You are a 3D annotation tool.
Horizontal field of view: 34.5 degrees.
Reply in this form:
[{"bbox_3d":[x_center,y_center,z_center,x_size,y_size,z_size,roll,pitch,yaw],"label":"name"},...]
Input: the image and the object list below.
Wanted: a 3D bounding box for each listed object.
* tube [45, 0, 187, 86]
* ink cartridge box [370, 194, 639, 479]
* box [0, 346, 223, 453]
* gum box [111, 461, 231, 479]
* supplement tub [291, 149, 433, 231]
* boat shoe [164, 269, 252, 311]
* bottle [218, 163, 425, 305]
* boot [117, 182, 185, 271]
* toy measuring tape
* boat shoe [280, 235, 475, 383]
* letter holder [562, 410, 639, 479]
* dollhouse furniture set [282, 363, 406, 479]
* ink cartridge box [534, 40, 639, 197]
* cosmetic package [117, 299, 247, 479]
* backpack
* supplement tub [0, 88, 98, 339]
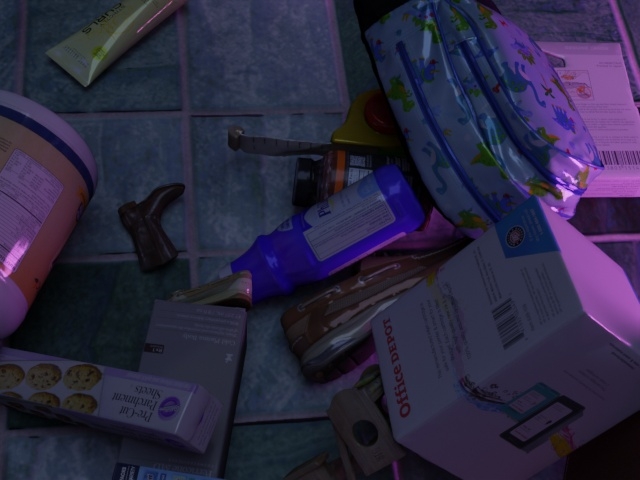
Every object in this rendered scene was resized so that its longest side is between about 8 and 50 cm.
[{"bbox_3d":[-0.310,-0.336,1.622,0.240,0.062,0.070,-43,32,-21],"label":"tube"},{"bbox_3d":[0.230,0.131,1.222,0.197,0.270,0.198,34,29,-32],"label":"ink cartridge box"},{"bbox_3d":[-0.265,0.184,1.216,0.324,0.063,0.067,6,62,33],"label":"box"},{"bbox_3d":[-0.144,0.313,1.189,0.184,0.157,0.041,9,58,-1],"label":"gum box"},{"bbox_3d":[0.060,-0.074,1.478,0.198,0.106,0.106,7,59,-2],"label":"supplement tub"},{"bbox_3d":[-0.154,0.078,1.357,0.153,0.056,0.048,-18,53,32],"label":"boat shoe"},{"bbox_3d":[0.000,0.000,1.381,0.283,0.118,0.092,-29,103,8],"label":"bottle"},{"bbox_3d":[-0.219,-0.017,1.449,0.106,0.037,0.114,-27,62,-6],"label":"boot"},{"bbox_3d":[0.031,-0.172,1.530,0.330,0.121,0.121,4,59,-4],"label":"toy measuring tape"},{"bbox_3d":[0.090,0.064,1.392,0.324,0.123,0.116,-28,64,-23],"label":"boat shoe"},{"bbox_3d":[0.436,0.237,1.202,0.152,0.302,0.214,27,59,-11],"label":"letter holder"},{"bbox_3d":[0.042,0.229,1.296,0.101,0.161,0.182,58,23,3],"label":"dollhouse furniture set"},{"bbox_3d":[0.345,-0.190,1.603,0.296,0.066,0.261,0,60,-7],"label":"ink cartridge box"},{"bbox_3d":[-0.168,0.204,1.284,0.127,0.107,0.238,6,55,0],"label":"cosmetic package"},{"bbox_3d":[0.218,-0.165,1.387,0.273,0.290,0.355,-16,69,31],"label":"backpack"},{"bbox_3d":[-0.446,-0.012,1.308,0.228,0.228,0.316,19,59,5],"label":"supplement tub"}]
